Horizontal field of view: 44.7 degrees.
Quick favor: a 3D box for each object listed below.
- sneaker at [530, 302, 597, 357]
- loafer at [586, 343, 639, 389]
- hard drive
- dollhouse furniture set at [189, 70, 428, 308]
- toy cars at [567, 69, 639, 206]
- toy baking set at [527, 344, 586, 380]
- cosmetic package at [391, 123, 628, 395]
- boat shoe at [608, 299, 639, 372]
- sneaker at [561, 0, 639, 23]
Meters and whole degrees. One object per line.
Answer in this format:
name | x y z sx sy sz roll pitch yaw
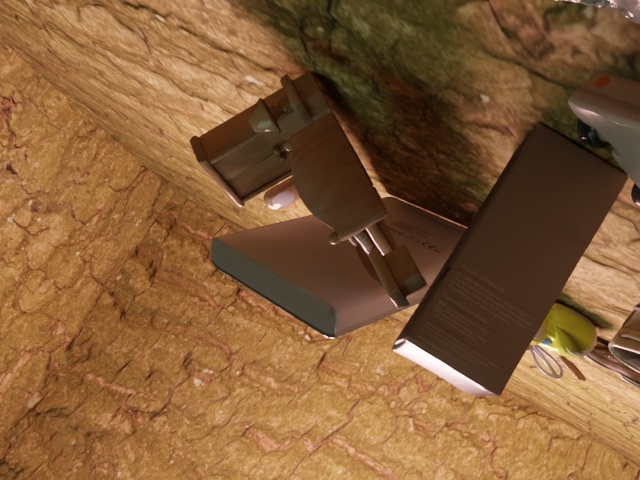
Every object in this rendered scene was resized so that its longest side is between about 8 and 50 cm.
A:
sneaker | 0.317 0.118 1.253 0.240 0.091 0.126 32 172 6
loafer | 0.484 0.194 1.270 0.125 0.039 0.045 33 -154 25
hard drive | 0.061 0.020 1.065 0.353 0.047 0.233 -15 -148 -43
dollhouse furniture set | 0.000 0.000 0.910 0.355 0.174 0.303 65 -173 32
toy cars | 0.337 0.000 0.513 0.393 0.087 0.176 37 -176 4
toy baking set | 0.334 0.155 1.338 0.256 0.030 0.197 32 -159 -15
cosmetic package | 0.174 0.024 0.736 0.107 0.238 0.127 30 169 6
boat shoe | 0.416 0.135 0.791 0.109 0.094 0.302 44 178 -16
sneaker | 0.183 -0.128 0.400 0.229 0.086 0.132 46 174 -13
